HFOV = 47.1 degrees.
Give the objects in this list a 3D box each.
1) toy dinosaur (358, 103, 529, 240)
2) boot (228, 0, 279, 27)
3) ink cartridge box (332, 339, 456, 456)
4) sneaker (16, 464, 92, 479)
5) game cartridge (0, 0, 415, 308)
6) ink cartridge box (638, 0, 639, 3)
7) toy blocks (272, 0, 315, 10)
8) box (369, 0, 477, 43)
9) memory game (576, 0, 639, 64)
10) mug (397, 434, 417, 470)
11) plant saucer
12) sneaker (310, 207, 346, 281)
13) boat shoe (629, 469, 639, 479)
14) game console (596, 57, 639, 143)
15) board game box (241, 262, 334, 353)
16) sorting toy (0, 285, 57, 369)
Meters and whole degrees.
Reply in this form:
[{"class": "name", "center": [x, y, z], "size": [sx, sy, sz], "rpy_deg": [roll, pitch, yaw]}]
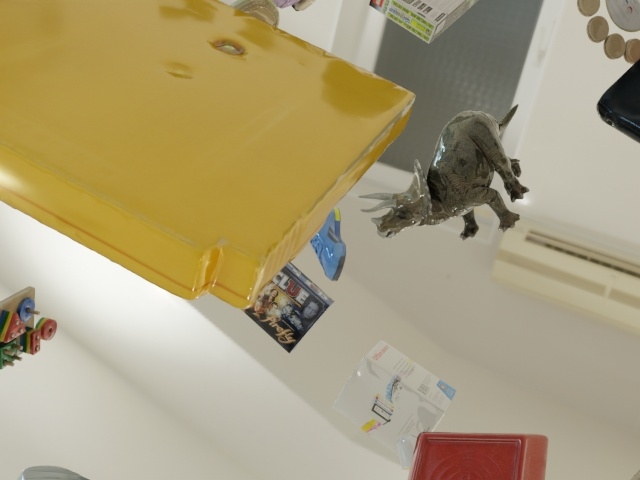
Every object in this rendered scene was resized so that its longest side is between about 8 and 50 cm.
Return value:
[{"class": "toy dinosaur", "center": [0.210, -0.107, 1.023], "size": [0.160, 0.314, 0.121], "rpy_deg": [45, 162, -20]}, {"class": "boot", "center": [-0.124, -0.202, 0.904], "size": [0.077, 0.213, 0.165], "rpy_deg": [43, -166, -31]}, {"class": "ink cartridge box", "center": [0.184, 0.393, 1.819], "size": [0.232, 0.168, 0.171], "rpy_deg": [34, -163, 14]}, {"class": "sneaker", "center": [-0.426, 0.470, 1.284], "size": [0.258, 0.091, 0.094], "rpy_deg": [37, -178, -40]}, {"class": "game cartridge", "center": [-0.105, -0.100, 0.521], "size": [0.285, 0.053, 0.324], "rpy_deg": [27, -145, 9]}, {"class": "ink cartridge box", "center": [0.221, -0.198, 0.428], "size": [0.135, 0.099, 0.056], "rpy_deg": [40, 177, -32]}, {"class": "toy blocks", "center": [-0.060, -0.542, 1.064], "size": [0.259, 0.289, 0.308], "rpy_deg": [1, 168, -37]}, {"class": "box", "center": [0.179, -0.390, 1.130], "size": [0.114, 0.036, 0.207], "rpy_deg": [37, -125, 12]}, {"class": "memory game", "center": [0.439, -0.347, 1.049], "size": [0.186, 0.186, 0.012], "rpy_deg": [6, -178, -23]}, {"class": "mug", "center": [0.193, 0.466, 1.612], "size": [0.062, 0.078, 0.064], "rpy_deg": [3, -121, -44]}, {"class": "plant saucer", "center": [0.260, 0.444, 1.306], "size": [0.258, 0.048, 0.259], "rpy_deg": [-8, -140, 31]}, {"class": "sneaker", "center": [0.000, 0.000, 1.439], "size": [0.082, 0.069, 0.209], "rpy_deg": [14, -143, -18]}, {"class": "boat shoe", "center": [0.310, 0.124, 0.456], "size": [0.096, 0.277, 0.098], "rpy_deg": [57, 172, 22]}, {"class": "game console", "center": [0.592, -0.195, 0.896], "size": [0.060, 0.342, 0.386], "rpy_deg": [48, -178, -45]}, {"class": "board game box", "center": [-0.110, 0.126, 1.746], "size": [0.243, 0.165, 0.042], "rpy_deg": [41, -161, 7]}, {"class": "sorting toy", "center": [-0.579, 0.175, 1.388], "size": [0.046, 0.133, 0.274], "rpy_deg": [14, -161, 12]}]
